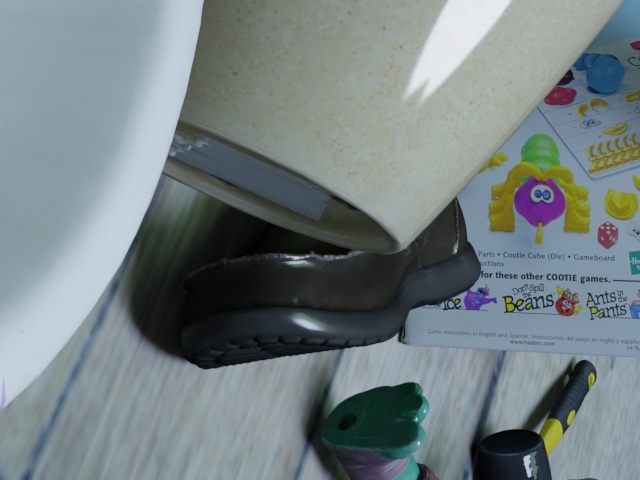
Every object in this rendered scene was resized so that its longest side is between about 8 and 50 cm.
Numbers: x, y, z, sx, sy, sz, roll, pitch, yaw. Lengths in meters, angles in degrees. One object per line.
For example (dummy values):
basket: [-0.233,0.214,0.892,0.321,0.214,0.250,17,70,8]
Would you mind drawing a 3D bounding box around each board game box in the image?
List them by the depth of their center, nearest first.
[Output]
board game box: [0.133,-0.085,0.995,0.142,0.144,0.275,-3,95,-65]

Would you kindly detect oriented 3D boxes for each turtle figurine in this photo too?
turtle figurine: [0.071,0.177,0.912,0.234,0.118,0.175,47,33,-37]

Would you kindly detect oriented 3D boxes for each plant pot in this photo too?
plant pot: [0.026,-0.144,0.684,0.256,0.256,0.274,38,72,-60]

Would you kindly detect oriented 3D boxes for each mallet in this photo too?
mallet: [0.133,0.121,1.139,0.189,0.039,0.062,-29,116,-66]

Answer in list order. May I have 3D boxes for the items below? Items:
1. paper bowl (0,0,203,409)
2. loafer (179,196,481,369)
paper bowl: [-0.146,-0.097,0.389,0.284,0.148,0.284,1,90,-64]
loafer: [0.000,0.000,0.808,0.220,0.080,0.078,-22,101,-69]
